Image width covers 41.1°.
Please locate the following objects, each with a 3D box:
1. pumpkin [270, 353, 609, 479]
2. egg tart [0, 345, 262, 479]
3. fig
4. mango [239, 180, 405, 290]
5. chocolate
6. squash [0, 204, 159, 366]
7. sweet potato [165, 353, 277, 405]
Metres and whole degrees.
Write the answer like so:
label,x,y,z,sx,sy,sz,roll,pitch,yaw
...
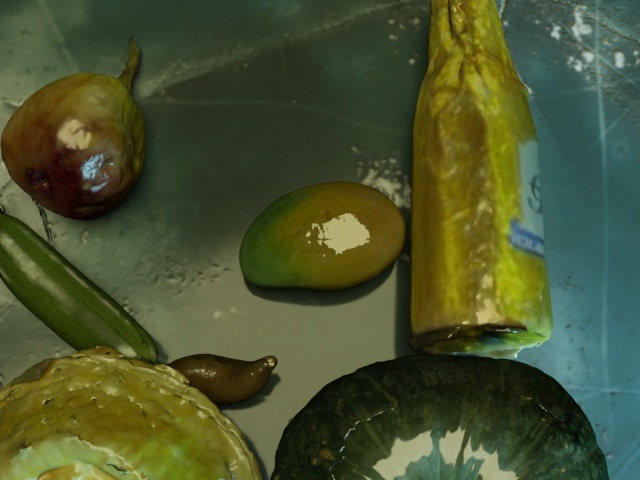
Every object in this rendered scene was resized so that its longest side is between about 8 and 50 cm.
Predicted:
label,x,y,z,sx,sy,sz,roll,pitch,yaw
pumpkin,0.115,0.255,0.823,0.327,0.257,0.291,-8,81,1
egg tart,-0.221,0.277,0.831,0.345,0.132,0.345,0,89,5
fig,-0.264,-0.149,0.999,0.159,0.159,0.257,15,55,3
mango,0.000,0.000,0.979,0.194,0.092,0.130,-23,78,1
chocolate,0.168,-0.092,0.970,0.162,0.162,0.445,0,73,-2
squash,-0.283,0.063,0.954,0.318,0.071,0.080,42,120,11
sweet potato,-0.161,0.166,0.943,0.249,0.059,0.069,-17,40,6
